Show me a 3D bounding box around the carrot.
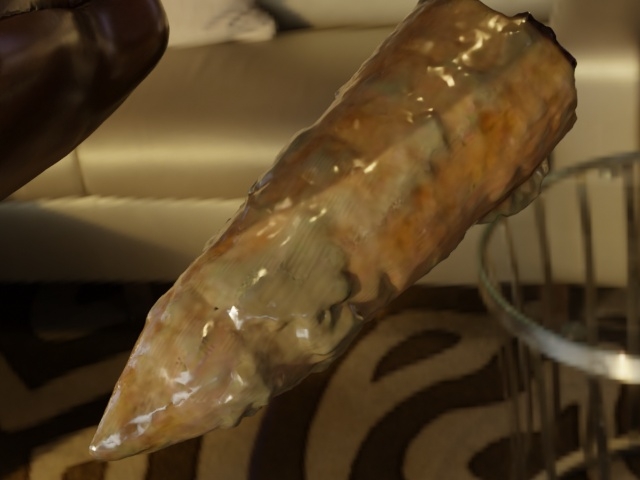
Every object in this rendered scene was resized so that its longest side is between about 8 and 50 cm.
[{"bbox_3d":[0.000,0.000,0.590,0.102,0.102,0.263,24,61,43],"label":"carrot"}]

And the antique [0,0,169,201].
[{"bbox_3d":[-0.185,-0.034,0.455,0.278,0.129,0.223,-38,5,-30],"label":"antique"}]
